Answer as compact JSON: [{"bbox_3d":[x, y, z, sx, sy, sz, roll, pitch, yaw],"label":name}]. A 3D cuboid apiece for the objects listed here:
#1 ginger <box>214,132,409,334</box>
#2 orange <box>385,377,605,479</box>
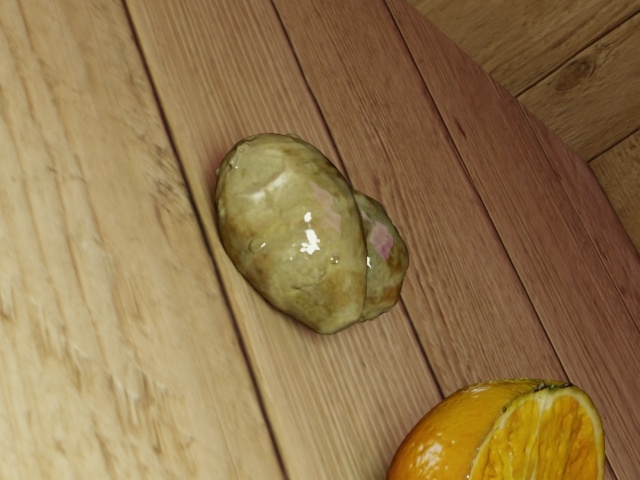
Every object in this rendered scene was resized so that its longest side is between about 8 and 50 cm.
[{"bbox_3d":[0.000,0.000,1.638,0.244,0.155,0.304,55,10,20],"label":"ginger"},{"bbox_3d":[0.199,0.271,1.486,0.310,0.274,0.274,3,46,-22],"label":"orange"}]
